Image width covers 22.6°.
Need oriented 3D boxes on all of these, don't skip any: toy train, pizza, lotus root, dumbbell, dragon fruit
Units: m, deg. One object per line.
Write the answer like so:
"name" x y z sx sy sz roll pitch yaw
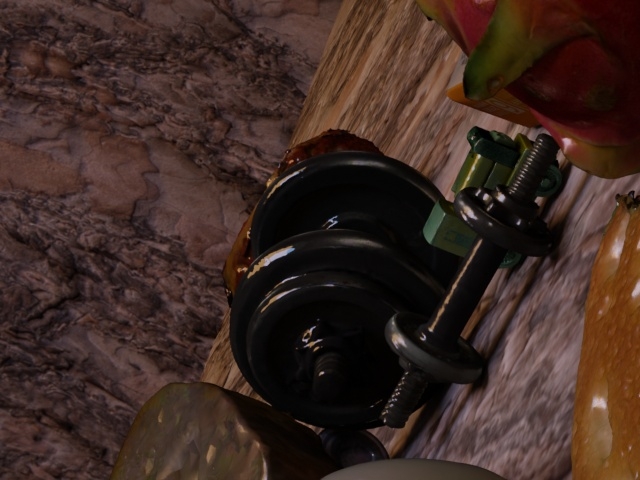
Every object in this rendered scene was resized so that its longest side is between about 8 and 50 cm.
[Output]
"toy train" 0.134 -0.033 1.227 0.050 0.081 0.122 -94 26 -68
"pizza" 0.178 0.036 0.674 0.289 0.081 0.228 -81 11 -61
"lotus root" -0.107 0.302 1.245 0.375 0.111 0.390 -39 43 45
"dumbbell" 0.110 0.034 1.184 0.254 0.082 0.081 -62 8 19
"dragon fruit" 0.163 -0.163 0.910 0.227 0.224 0.224 119 172 -59
"dumbbell" 0.024 0.040 1.354 0.290 0.192 0.192 -77 13 -59

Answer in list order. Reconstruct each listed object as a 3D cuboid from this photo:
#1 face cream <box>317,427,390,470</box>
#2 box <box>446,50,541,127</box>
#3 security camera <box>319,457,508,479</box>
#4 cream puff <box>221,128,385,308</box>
"face cream" -0.022 0.264 1.434 0.283 0.073 0.073 121 170 -46
"box" 0.201 -0.209 1.252 0.274 0.091 0.220 178 114 -82
"security camera" 0.033 0.208 0.777 0.277 0.191 0.197 125 165 -48
"cream puff" 0.000 0.001 1.719 0.240 0.164 0.240 -56 0 0
